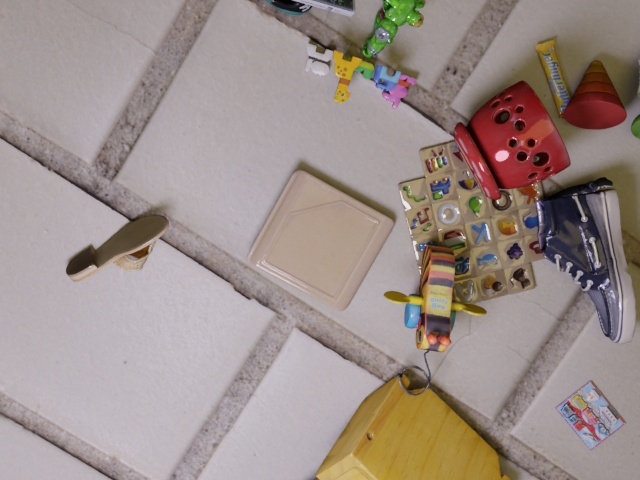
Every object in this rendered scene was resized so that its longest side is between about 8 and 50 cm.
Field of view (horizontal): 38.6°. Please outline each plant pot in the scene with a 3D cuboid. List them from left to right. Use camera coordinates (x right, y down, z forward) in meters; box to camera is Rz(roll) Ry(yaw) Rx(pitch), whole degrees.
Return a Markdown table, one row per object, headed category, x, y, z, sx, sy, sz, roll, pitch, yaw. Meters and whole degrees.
| category | x | y | z | sx | sy | sz | roll | pitch | yaw |
| --- | --- | --- | --- | --- | --- | --- | --- | --- | --- |
| plant pot | 0.360 | -0.187 | 1.759 | 0.174 | 0.191 | 0.191 | -27 | 100 | 8 |

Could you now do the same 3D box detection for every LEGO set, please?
| category | x | y | z | sx | sy | sz | roll | pitch | yaw |
| --- | --- | --- | --- | --- | --- | --- | --- | --- | --- |
| LEGO set | 0.070 | -0.308 | 1.789 | 0.227 | 0.087 | 0.093 | 18 | 98 | -4 |

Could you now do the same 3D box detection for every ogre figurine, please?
| category | x | y | z | sx | sy | sz | roll | pitch | yaw |
| --- | --- | --- | --- | --- | --- | --- | --- | --- | --- |
| ogre figurine | 0.148 | -0.440 | 1.752 | 0.197 | 0.118 | 0.096 | -36 | 99 | 5 |

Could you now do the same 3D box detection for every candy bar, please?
| category | x | y | z | sx | sy | sz | roll | pitch | yaw |
| --- | --- | --- | --- | --- | --- | --- | --- | --- | --- |
| candy bar | 0.475 | -0.323 | 1.835 | 0.040 | 0.018 | 0.161 | -21 | 99 | 2 |

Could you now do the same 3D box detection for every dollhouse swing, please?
| category | x | y | z | sx | sy | sz | roll | pitch | yaw |
| --- | --- | --- | --- | --- | --- | --- | --- | --- | --- |
| dollhouse swing | 0.149 | 0.529 | 1.951 | 0.347 | 0.305 | 0.315 | 44 | 54 | -8 |

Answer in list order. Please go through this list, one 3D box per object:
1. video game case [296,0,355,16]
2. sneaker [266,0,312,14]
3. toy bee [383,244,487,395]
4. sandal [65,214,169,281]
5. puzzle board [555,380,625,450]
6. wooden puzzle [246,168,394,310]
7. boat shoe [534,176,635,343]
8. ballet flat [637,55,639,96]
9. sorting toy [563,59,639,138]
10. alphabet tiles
| category | x | y | z | sx | sy | sz | roll | pitch | yaw |
| --- | --- | --- | --- | --- | --- | --- | --- | --- | --- |
| video game case | -0.016 | -0.523 | 1.705 | 0.173 | 0.022 | 0.190 | 9 | 68 | -27 |
| sneaker | -0.135 | -0.537 | 1.723 | 0.302 | 0.121 | 0.108 | 33 | 97 | -7 |
| toy bee | 0.235 | 0.156 | 1.802 | 0.195 | 0.162 | 0.298 | -12 | 89 | -6 |
| sandal | -0.393 | 0.031 | 1.849 | 0.240 | 0.088 | 0.079 | -26 | 131 | 9 |
| puzzle board | 0.581 | 0.378 | 1.964 | 0.096 | 0.011 | 0.128 | -39 | 99 | 5 |
| wooden puzzle | 0.000 | 0.000 | 1.865 | 0.239 | 0.044 | 0.220 | 28 | 97 | -11 |
| boat shoe | 0.530 | 0.051 | 1.853 | 0.158 | 0.127 | 0.340 | -10 | 91 | -2 |
| ballet flat | 0.654 | -0.311 | 1.744 | 0.091 | 0.240 | 0.077 | 10 | 140 | -5 |
| sorting toy | 0.665 | -0.278 | 1.822 | 0.366 | 0.127 | 0.126 | 10 | 72 | -8 |
| alphabet tiles | 0.324 | -0.041 | 1.882 | 0.285 | 0.011 | 0.342 | -15 | 100 | 0 |
